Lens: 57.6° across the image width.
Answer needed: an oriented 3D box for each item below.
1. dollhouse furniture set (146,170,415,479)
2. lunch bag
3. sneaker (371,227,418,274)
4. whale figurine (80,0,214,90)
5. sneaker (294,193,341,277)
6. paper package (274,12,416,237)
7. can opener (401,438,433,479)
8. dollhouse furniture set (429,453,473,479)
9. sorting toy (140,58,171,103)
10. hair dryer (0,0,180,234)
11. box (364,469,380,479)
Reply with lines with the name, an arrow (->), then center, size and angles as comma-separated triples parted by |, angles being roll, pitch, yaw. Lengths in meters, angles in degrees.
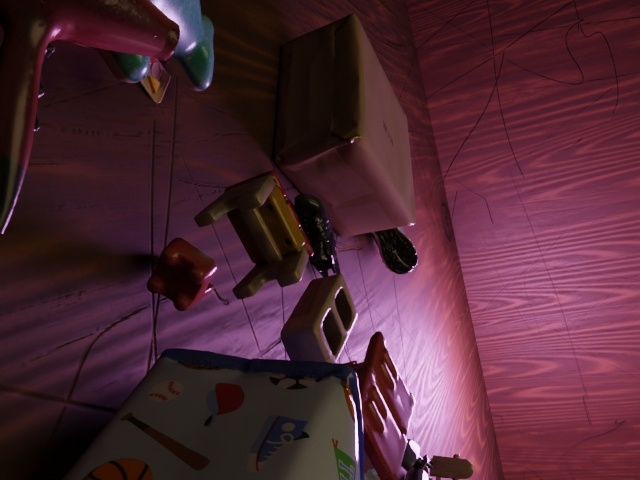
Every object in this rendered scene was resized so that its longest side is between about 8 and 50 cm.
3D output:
dollhouse furniture set -> -0.051, 0.113, 0.687 | 0.374, 0.201, 0.152 | 65, 25, -16
lunch bag -> -0.074, 0.340, 0.473 | 0.328, 0.239, 0.385 | -55, 145, -62
sneaker -> 0.151, -0.049, 1.421 | 0.108, 0.100, 0.271 | -115, -176, -74
whale figurine -> -0.178, -0.267, 0.609 | 0.272, 0.141, 0.216 | 33, 50, -59
sneaker -> -0.003, 0.000, 1.043 | 0.170, 0.051, 0.089 | 61, 23, -46
paper package -> 0.058, -0.208, 1.141 | 0.325, 0.168, 0.309 | 46, 39, -53
can opener -> 0.190, 0.510, 1.223 | 0.093, 0.074, 0.280 | 41, 7, 5
dollhouse furniture set -> 0.336, 0.632, 1.361 | 0.212, 0.161, 0.242 | 70, 26, -65
sorting toy -> -0.202, -0.215, 0.703 | 0.062, 0.012, 0.083 | 56, 31, -44
hair dryer -> -0.235, -0.140, 0.444 | 0.293, 0.080, 0.224 | -36, 118, -37
box -> 0.077, 0.425, 1.000 | 0.109, 0.042, 0.178 | 38, 39, -23
